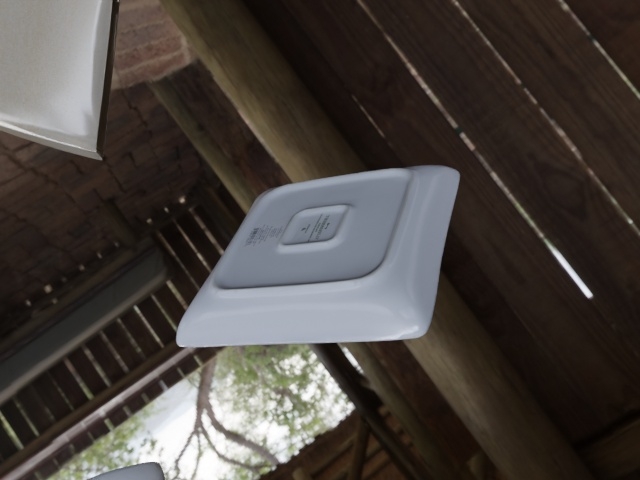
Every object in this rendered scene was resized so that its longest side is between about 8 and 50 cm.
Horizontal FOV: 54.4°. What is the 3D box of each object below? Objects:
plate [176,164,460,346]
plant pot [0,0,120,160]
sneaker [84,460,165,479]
[{"bbox_3d":[0.000,0.000,0.686,0.277,0.045,0.277,-6,-144,25],"label":"plate"},{"bbox_3d":[-0.172,-0.109,0.361,0.096,0.109,0.109,6,-178,-19],"label":"plant pot"},{"bbox_3d":[-0.261,0.391,0.594,0.322,0.236,0.130,-23,157,-25],"label":"sneaker"}]
